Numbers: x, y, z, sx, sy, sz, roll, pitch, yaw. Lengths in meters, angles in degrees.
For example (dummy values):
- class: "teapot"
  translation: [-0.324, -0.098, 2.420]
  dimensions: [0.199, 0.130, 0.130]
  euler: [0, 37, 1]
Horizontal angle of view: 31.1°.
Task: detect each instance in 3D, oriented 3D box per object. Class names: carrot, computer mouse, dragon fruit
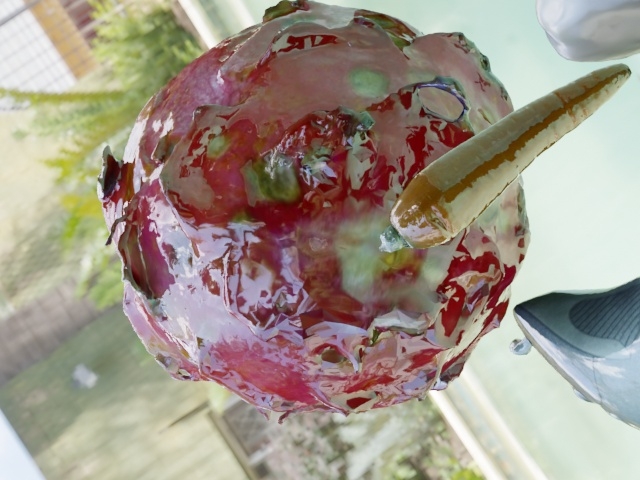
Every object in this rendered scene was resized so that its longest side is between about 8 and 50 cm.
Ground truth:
- class: "carrot"
  translation: [0.083, -0.039, 0.532]
  dimensions: [0.035, 0.142, 0.035]
  euler: [52, 176, 5]
- class: "computer mouse"
  translation: [0.245, 0.106, 0.915]
  dimensions: [0.167, 0.090, 0.379]
  euler: [35, 164, -16]
- class: "dragon fruit"
  translation: [0.000, 0.000, 0.957]
  dimensions: [0.249, 0.386, 0.371]
  euler: [-101, 16, -68]

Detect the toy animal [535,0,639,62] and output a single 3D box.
- class: "toy animal"
  translation: [0.208, -0.064, 0.306]
  dimensions: [0.188, 0.266, 0.308]
  euler: [50, 164, 37]
